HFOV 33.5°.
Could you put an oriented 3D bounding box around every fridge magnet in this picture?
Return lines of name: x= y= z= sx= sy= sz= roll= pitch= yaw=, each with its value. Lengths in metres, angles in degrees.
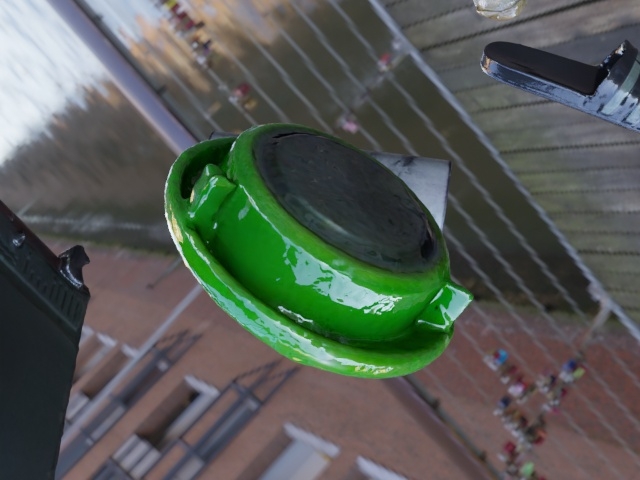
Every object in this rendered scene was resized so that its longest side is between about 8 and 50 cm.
fridge magnet: x=0.000 y=0.000 z=0.674 sx=0.208 sy=0.088 sz=0.208 roll=26 pitch=-151 yaw=-16

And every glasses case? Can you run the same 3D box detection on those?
glasses case: x=0.005 y=-0.061 z=1.297 sx=0.299 sy=0.114 sz=0.060 roll=8 pitch=174 yaw=6

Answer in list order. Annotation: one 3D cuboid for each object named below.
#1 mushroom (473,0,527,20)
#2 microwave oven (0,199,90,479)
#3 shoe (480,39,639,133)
mushroom: x=0.190 y=-0.326 z=1.160 sx=0.097 sy=0.088 sz=0.212 roll=37 pitch=164 yaw=27
microwave oven: x=-0.245 y=0.080 z=0.543 sx=0.247 sy=0.178 sz=0.188 roll=-91 pitch=-24 yaw=-46
shoe: x=0.212 y=-0.127 z=0.802 sx=0.179 sy=0.071 sz=0.049 roll=19 pitch=124 yaw=6
